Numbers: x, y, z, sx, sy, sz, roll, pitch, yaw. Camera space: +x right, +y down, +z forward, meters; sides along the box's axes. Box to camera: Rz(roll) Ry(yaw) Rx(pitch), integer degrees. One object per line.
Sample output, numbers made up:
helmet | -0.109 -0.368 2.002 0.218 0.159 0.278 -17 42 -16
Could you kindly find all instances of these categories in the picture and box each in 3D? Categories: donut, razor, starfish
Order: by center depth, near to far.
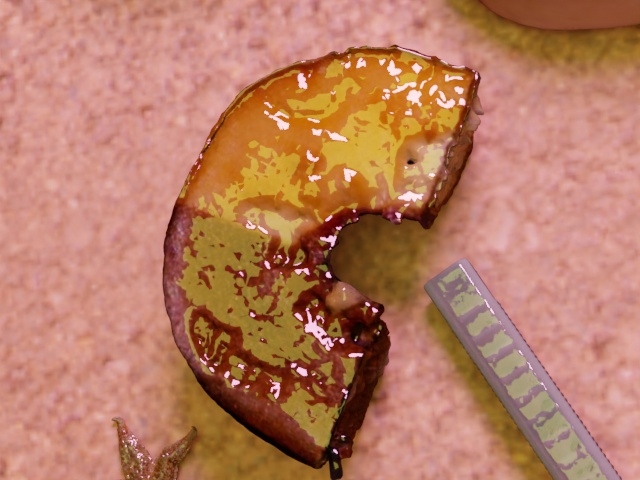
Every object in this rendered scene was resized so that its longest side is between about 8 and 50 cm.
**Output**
razor | 0.142 0.129 0.808 0.111 0.056 0.278 -36 79 7
donut | 0.001 -0.002 0.835 0.141 0.085 0.217 25 88 13
starfish | -0.094 0.143 0.874 0.092 0.016 0.086 5 87 9

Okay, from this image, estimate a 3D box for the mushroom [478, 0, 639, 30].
mushroom | 0.114 -0.224 0.797 0.173 0.162 0.236 -23 79 6
